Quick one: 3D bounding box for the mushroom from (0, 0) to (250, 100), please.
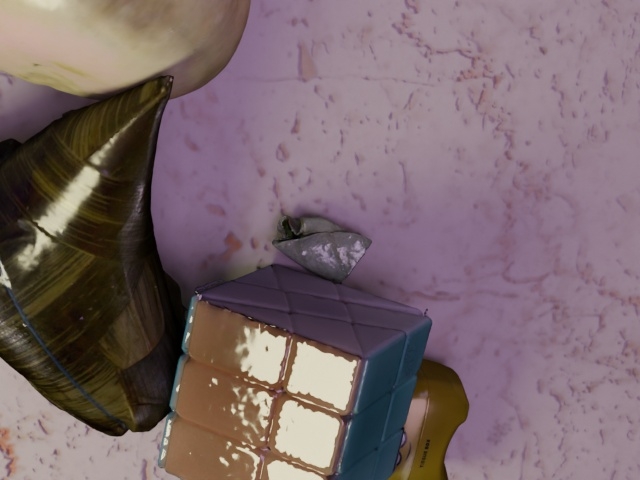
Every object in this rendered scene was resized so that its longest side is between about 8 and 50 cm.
[{"bbox_3d":[-0.240,-0.289,1.450,0.353,0.353,0.325,-16,133,-6],"label":"mushroom"}]

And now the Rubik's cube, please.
[{"bbox_3d":[-0.027,0.174,1.641,0.221,0.231,0.224,18,106,21],"label":"Rubik's cube"}]

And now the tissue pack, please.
[{"bbox_3d":[0.106,0.242,1.793,0.127,0.123,0.178,10,108,-14],"label":"tissue pack"}]

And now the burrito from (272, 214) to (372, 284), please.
[{"bbox_3d":[-0.002,0.003,1.723,0.118,0.044,0.074,30,99,-23],"label":"burrito"}]

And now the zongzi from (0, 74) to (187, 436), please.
[{"bbox_3d":[-0.205,0.029,1.534,0.432,0.207,0.403,-22,123,33],"label":"zongzi"}]
